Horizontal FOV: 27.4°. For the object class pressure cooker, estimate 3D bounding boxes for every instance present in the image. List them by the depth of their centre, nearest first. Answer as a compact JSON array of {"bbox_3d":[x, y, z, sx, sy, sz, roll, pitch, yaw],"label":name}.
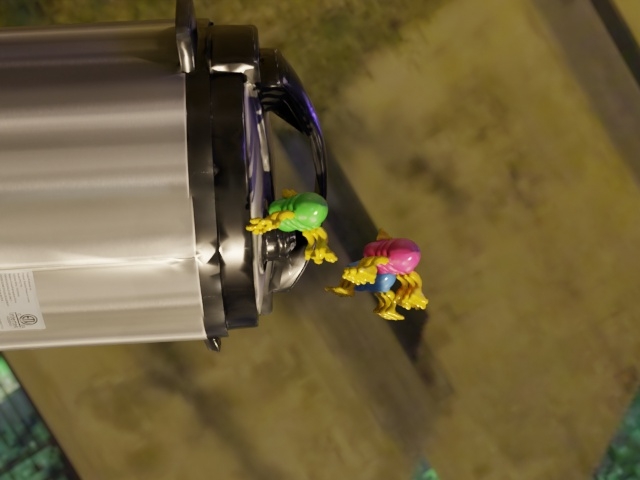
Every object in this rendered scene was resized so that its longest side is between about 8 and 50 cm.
[{"bbox_3d":[-0.201,-0.059,1.466,0.420,0.376,0.370,-3,173,-1],"label":"pressure cooker"}]

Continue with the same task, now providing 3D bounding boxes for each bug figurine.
[{"bbox_3d":[0.000,0.000,1.381,0.216,0.279,0.072,-1,-116,63],"label":"bug figurine"}]
